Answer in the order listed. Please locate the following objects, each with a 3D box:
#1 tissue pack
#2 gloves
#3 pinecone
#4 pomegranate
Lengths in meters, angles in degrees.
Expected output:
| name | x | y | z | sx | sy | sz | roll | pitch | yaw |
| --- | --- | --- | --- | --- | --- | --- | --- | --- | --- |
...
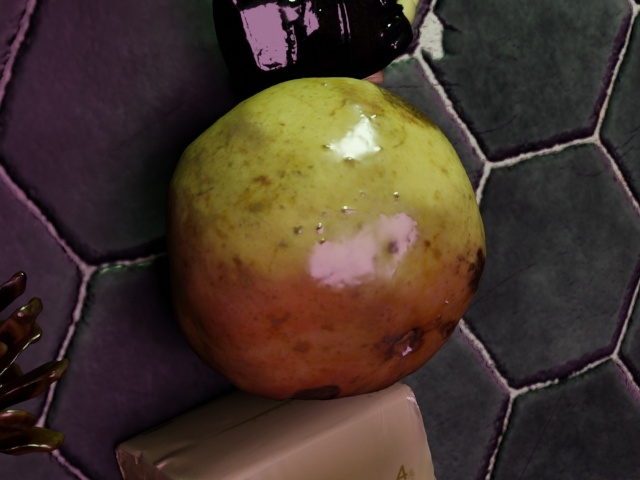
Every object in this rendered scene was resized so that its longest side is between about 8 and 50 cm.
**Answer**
| name | x | y | z | sx | sy | sz | roll | pitch | yaw |
| --- | --- | --- | --- | --- | --- | --- | --- | --- | --- |
| tissue pack | -0.041 | 0.203 | 1.267 | 0.234 | 0.159 | 0.125 | -23 | 110 | -27 |
| gloves | 0.008 | -0.198 | 1.272 | 0.203 | 0.124 | 0.164 | -23 | 127 | -19 |
| pinecone | -0.291 | 0.105 | 1.072 | 0.229 | 0.202 | 0.201 | 37 | 66 | -40 |
| pomegranate | 0.000 | 0.000 | 1.202 | 0.281 | 0.281 | 0.281 | -5 | 100 | -32 |
